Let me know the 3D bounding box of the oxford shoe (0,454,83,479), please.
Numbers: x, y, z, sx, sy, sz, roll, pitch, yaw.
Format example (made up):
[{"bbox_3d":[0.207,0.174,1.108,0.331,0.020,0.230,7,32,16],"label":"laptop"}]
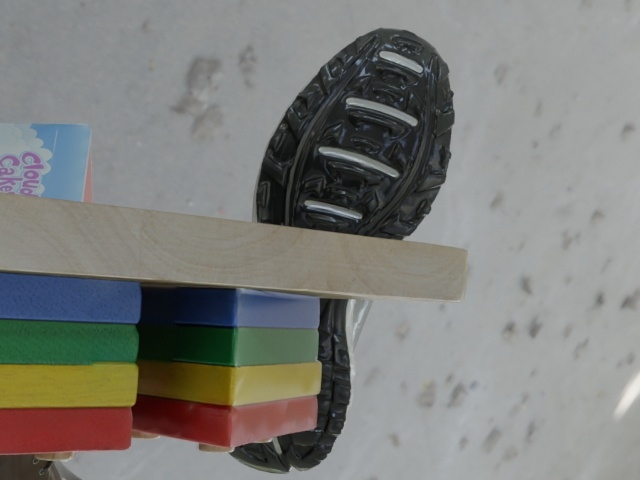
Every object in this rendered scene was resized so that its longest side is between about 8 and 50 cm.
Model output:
[{"bbox_3d":[-0.185,0.135,0.731,0.096,0.082,0.227,-42,126,14],"label":"oxford shoe"}]

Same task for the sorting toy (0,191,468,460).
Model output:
[{"bbox_3d":[-0.116,0.038,0.525,0.255,0.257,0.089,6,85,-42],"label":"sorting toy"}]

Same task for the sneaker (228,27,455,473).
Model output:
[{"bbox_3d":[0.000,0.000,0.739,0.108,0.100,0.271,-89,-161,-73],"label":"sneaker"}]

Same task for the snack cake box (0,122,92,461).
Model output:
[{"bbox_3d":[-0.245,0.037,1.040,0.089,0.264,0.152,1,131,-5],"label":"snack cake box"}]
